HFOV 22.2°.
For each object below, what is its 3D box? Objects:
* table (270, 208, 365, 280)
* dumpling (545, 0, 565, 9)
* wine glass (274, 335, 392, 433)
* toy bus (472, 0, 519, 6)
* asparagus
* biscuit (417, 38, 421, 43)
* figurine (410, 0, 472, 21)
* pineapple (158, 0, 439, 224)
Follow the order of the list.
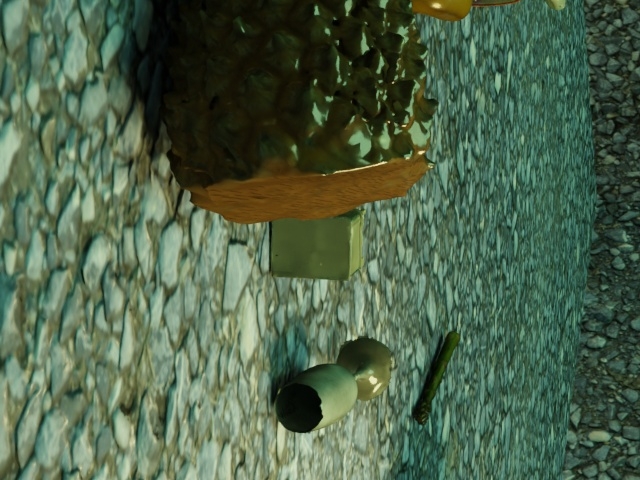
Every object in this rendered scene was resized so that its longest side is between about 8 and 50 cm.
[{"bbox_3d":[0.000,0.000,1.582,0.083,0.079,0.062,-33,126,-74],"label":"table"},{"bbox_3d":[0.296,-0.396,2.104,0.153,0.108,0.219,56,-27,34],"label":"dumpling"},{"bbox_3d":[0.012,0.151,1.677,0.262,0.074,0.074,-15,106,-73],"label":"wine glass"},{"bbox_3d":[0.193,-0.462,2.132,0.329,0.143,0.153,74,24,-46],"label":"toy bus"},{"bbox_3d":[0.165,0.197,2.324,0.248,0.024,0.025,-59,140,-59],"label":"asparagus"},{"bbox_3d":[0.090,-0.197,1.985,0.250,0.032,0.133,-69,155,-48],"label":"biscuit"},{"bbox_3d":[0.149,-0.387,1.915,0.192,0.167,0.257,-2,97,-48],"label":"figurine"},{"bbox_3d":[-0.025,-0.202,1.271,0.223,0.223,0.357,30,54,-73],"label":"pineapple"}]
